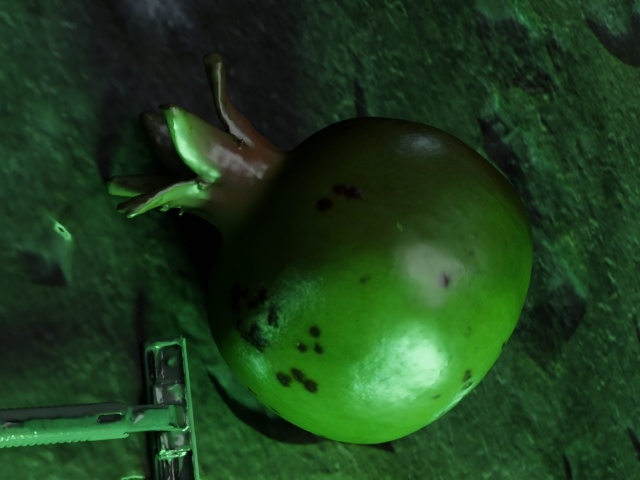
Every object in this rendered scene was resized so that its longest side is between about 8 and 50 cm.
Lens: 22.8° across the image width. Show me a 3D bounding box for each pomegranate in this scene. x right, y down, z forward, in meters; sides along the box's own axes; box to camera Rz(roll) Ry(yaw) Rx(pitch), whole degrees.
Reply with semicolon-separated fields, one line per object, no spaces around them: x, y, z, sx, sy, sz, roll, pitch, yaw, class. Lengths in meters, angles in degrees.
0.000;0.000;0.829;0.224;0.181;0.181;38;51;-12;pomegranate

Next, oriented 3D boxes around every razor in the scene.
-0.136;0.087;0.740;0.211;0.036;0.084;3;76;-49;razor
